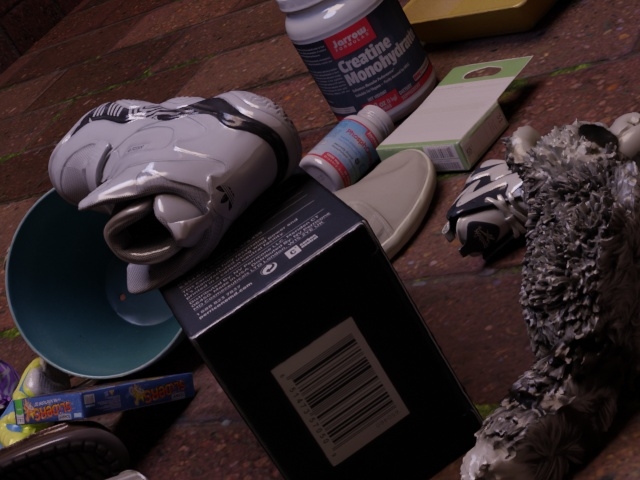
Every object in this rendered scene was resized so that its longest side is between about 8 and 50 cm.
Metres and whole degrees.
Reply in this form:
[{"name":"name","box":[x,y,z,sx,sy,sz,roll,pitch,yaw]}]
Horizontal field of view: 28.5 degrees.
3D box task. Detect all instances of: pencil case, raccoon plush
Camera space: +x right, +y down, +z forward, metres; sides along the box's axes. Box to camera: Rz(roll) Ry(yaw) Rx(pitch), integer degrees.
[{"name":"pencil case","box":[-0.561,0.263,1.971,0.206,0.086,0.088,-27,53,13]},{"name":"raccoon plush","box":[0.226,0.035,1.320,0.446,0.216,0.299,-38,26,-14]}]

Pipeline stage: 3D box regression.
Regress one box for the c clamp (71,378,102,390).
[{"name":"c clamp","box":[-0.393,0.211,1.935,0.160,0.022,0.137,-27,26,9]}]

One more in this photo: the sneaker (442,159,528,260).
[{"name":"sneaker","box":[0.243,-0.032,1.579,0.235,0.094,0.153,9,50,51]}]

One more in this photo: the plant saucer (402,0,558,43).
[{"name":"plant saucer","box":[0.335,-0.462,2.271,0.332,0.081,0.333,3,42,50]}]

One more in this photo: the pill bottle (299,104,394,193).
[{"name":"pill bottle","box":[0.046,-0.143,2.009,0.087,0.087,0.160,4,43,51]}]

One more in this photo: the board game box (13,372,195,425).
[{"name":"board game box","box":[-0.285,0.209,1.672,0.136,0.035,0.201,-11,-4,38]}]

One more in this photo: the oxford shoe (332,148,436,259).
[{"name":"oxford shoe","box":[0.000,0.000,1.755,0.449,0.130,0.169,-43,25,-25]}]

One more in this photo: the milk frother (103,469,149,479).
[{"name":"milk frother","box":[-0.264,0.356,1.451,0.134,0.129,0.143,-9,-35,-52]}]

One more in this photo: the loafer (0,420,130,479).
[{"name":"loafer","box":[-0.410,0.319,1.627,0.365,0.134,0.130,-26,26,12]}]

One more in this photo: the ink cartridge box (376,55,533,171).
[{"name":"ink cartridge box","box":[0.217,-0.193,1.944,0.171,0.056,0.235,-1,36,48]}]

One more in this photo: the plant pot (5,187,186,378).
[{"name":"plant pot","box":[-0.289,0.056,1.860,0.290,0.290,0.195,-28,-10,9]}]

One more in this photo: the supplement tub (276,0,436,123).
[{"name":"supplement tub","box":[0.060,-0.338,2.129,0.191,0.272,0.191,-26,26,14]}]

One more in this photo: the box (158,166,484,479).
[{"name":"box","box":[-0.033,0.091,1.428,0.212,0.294,0.395,-34,26,-7]}]

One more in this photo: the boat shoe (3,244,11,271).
[{"name":"boat shoe","box":[-0.465,-0.035,2.363,0.302,0.113,0.103,-28,31,11]}]

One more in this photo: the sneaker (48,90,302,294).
[{"name":"sneaker","box":[-0.209,-0.054,1.378,0.365,0.137,0.210,-5,33,39]}]

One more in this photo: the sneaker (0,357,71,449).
[{"name":"sneaker","box":[-0.440,0.263,1.812,0.126,0.091,0.240,-25,28,17]}]
